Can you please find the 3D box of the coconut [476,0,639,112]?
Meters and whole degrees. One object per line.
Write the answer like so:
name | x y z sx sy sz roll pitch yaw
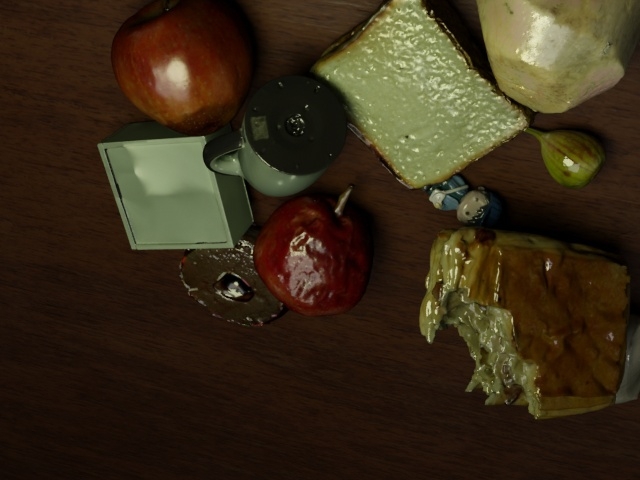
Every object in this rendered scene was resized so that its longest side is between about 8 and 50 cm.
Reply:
coconut | 0.320 -0.302 1.023 0.236 0.237 0.197 35 173 -12

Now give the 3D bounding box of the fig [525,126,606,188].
fig | 0.377 -0.146 1.229 0.166 0.093 0.093 25 134 -2

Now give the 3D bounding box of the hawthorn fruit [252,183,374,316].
hawthorn fruit | 0.000 0.000 1.428 0.230 0.210 0.266 19 115 -6

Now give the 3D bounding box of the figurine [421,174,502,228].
figurine | 0.250 -0.069 1.354 0.149 0.087 0.086 33 95 6

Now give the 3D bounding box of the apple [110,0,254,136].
apple | -0.218 -0.280 1.236 0.229 0.230 0.230 10 133 11

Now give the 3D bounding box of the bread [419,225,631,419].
bread | 0.341 0.135 1.323 0.369 0.191 0.314 4 95 -16

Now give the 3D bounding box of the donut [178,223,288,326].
donut | -0.167 0.070 1.612 0.269 0.103 0.270 12 133 13

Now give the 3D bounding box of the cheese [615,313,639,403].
cheese | 0.530 0.227 1.462 0.189 0.154 0.198 6 133 22

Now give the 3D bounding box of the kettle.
kettle | -0.086 -0.157 1.276 0.221 0.161 0.236 -9 174 -12

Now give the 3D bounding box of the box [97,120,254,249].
box | -0.267 -0.108 1.453 0.224 0.117 0.225 -1 118 20

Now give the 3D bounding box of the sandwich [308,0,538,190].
sandwich | 0.157 -0.239 1.218 0.301 0.099 0.271 43 136 -17
